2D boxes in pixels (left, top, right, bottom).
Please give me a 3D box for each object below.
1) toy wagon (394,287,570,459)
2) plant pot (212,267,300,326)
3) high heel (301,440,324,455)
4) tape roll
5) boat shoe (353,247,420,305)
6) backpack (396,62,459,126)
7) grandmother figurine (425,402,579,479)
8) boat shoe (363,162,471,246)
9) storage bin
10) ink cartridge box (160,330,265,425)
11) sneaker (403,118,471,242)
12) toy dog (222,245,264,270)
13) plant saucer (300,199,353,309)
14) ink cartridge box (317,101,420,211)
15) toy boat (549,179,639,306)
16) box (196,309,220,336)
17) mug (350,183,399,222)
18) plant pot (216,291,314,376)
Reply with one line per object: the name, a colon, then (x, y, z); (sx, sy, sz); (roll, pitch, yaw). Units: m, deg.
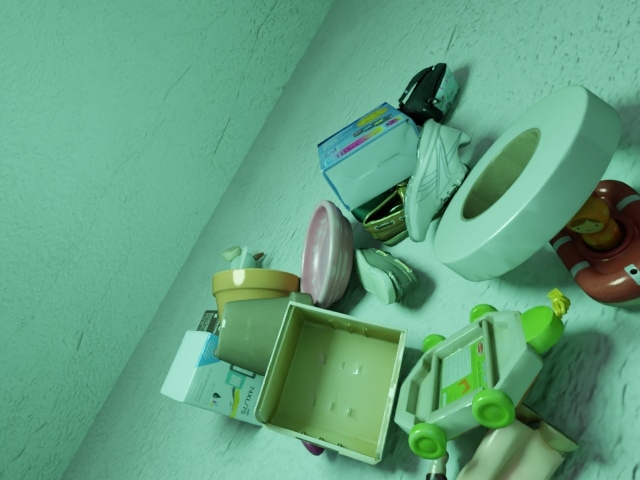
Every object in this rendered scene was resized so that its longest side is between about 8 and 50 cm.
toy wagon: (0.267, 0.206, 0.696); (0.344, 0.068, 0.267); (-42, 4, 28)
plant pot: (-0.207, 0.223, 1.354); (0.290, 0.290, 0.204); (-23, 62, 48)
high heel: (-0.004, 0.397, 1.036); (0.117, 0.082, 0.244); (-60, 13, 20)
tape roll: (0.358, -0.103, 0.782); (0.392, 0.072, 0.392); (-57, 3, 4)
boat shoe: (0.155, 0.078, 1.077); (0.091, 0.109, 0.305); (-17, 16, -8)
backpack: (0.333, -0.438, 1.263); (0.151, 0.115, 0.182); (16, 75, 48)
grandmother figurine: (0.231, 0.404, 0.638); (0.343, 0.104, 0.208); (-56, 20, 0)
boat shoe: (0.244, -0.102, 1.091); (0.307, 0.104, 0.111); (-44, 30, 24)
storage bin: (0.028, 0.297, 0.888); (0.262, 0.123, 0.261); (11, 65, 16)
ink cartridge box: (-0.297, 0.419, 1.282); (0.197, 0.270, 0.198); (-13, 52, 51)
sneaker: (0.272, -0.137, 0.984); (0.111, 0.129, 0.298); (15, -92, -77)
toy dog: (-0.285, 0.115, 1.679); (0.160, 0.220, 0.334); (-27, 37, -7)
plant saucer: (0.018, 0.050, 1.230); (0.332, 0.084, 0.333); (-173, 90, -75)
ink cartridge box: (0.138, -0.270, 1.255); (0.269, 0.151, 0.396); (-30, 21, 10)
toy boat: (0.436, -0.014, 0.652); (0.151, 0.151, 0.231); (-42, 32, 29)
box: (-0.342, 0.358, 1.519); (0.203, 0.167, 0.169); (-13, 52, 53)
mug: (0.160, -0.116, 1.233); (0.157, 0.097, 0.130); (-21, 25, 28)
plant pot: (-0.153, 0.256, 1.119); (0.263, 0.229, 0.264); (-171, 90, -79)
